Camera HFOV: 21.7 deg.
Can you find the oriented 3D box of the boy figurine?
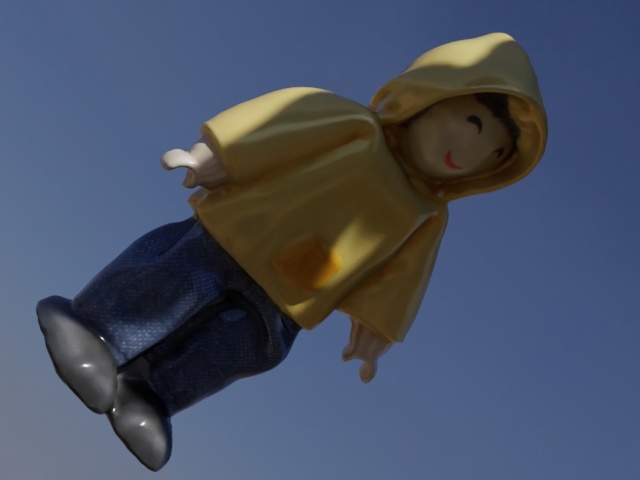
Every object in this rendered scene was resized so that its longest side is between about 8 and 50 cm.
[{"bbox_3d":[0.000,0.000,0.865,0.177,0.285,0.092,55,1,-29],"label":"boy figurine"}]
